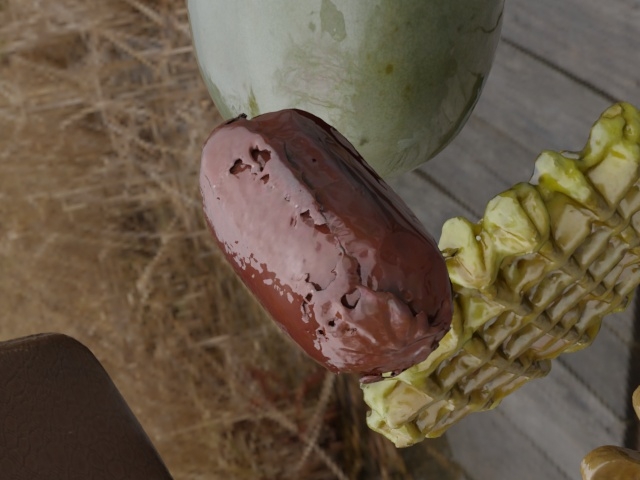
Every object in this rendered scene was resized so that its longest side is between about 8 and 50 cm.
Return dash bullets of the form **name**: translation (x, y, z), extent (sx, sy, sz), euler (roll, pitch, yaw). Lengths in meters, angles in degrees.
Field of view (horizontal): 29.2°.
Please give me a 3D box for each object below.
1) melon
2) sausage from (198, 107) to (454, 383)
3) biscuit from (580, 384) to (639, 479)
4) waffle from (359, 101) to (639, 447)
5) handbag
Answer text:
- **melon**: translation (0.018, -0.208, 0.994), extent (0.268, 0.268, 0.330), euler (-124, 25, -46)
- **sausage**: translation (0.000, 0.000, 0.503), extent (0.141, 0.076, 0.076), euler (47, 148, 36)
- **biscuit**: translation (0.318, 0.178, 0.936), extent (0.144, 0.236, 0.040), euler (-58, 22, 27)
- **waffle**: translation (0.158, 0.032, 0.901), extent (0.062, 0.329, 0.329), euler (52, 152, 26)
- **handbag**: translation (-0.147, 0.115, 0.542), extent (0.151, 0.072, 0.193), euler (60, -157, 11)
